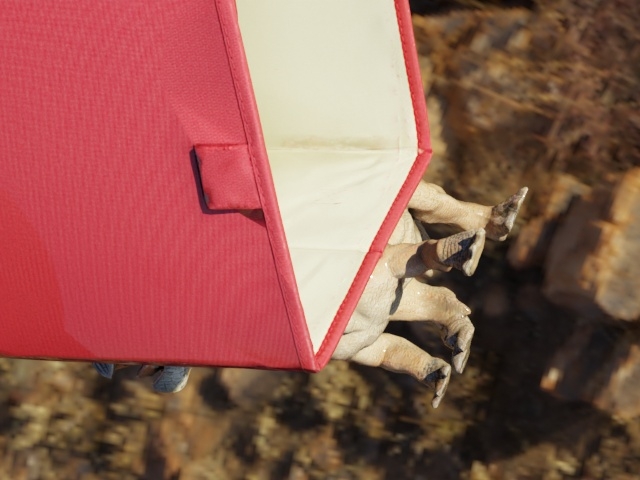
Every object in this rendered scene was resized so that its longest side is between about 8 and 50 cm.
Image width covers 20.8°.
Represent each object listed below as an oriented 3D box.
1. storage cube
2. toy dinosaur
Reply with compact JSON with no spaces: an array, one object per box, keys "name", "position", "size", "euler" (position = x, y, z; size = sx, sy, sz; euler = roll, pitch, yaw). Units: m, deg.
[{"name":"storage cube","position":[-0.078,-0.070,0.742],"size":[0.193,0.215,0.183],"euler":[1,33,20]},{"name":"toy dinosaur","position":[0.000,0.000,1.018],"size":[0.200,0.296,0.127],"euler":[20,109,11]}]
